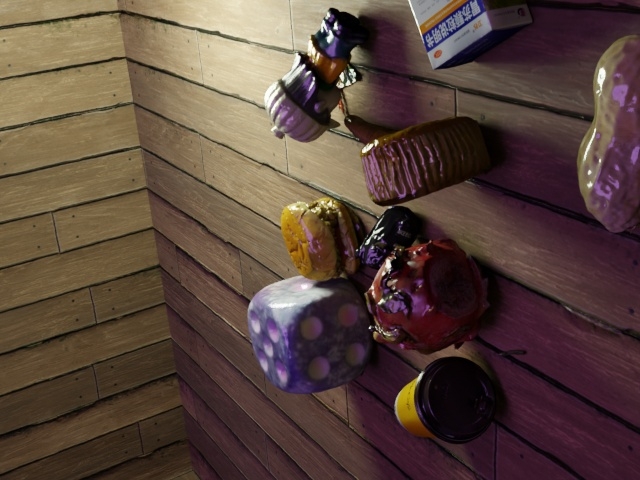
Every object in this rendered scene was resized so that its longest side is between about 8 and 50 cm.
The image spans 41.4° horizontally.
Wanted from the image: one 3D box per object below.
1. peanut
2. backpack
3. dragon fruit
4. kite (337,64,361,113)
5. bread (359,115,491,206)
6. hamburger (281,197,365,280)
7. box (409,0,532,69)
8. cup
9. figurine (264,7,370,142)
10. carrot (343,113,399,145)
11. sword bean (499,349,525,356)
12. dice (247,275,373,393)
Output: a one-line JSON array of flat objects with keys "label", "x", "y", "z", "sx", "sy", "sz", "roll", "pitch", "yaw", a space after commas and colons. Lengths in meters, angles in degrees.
[{"label": "peanut", "x": 0.486, "y": -0.168, "z": 1.344, "sx": 0.149, "sy": 0.149, "sz": 0.313, "roll": 36, "pitch": 135, "yaw": 49}, {"label": "backpack", "x": 0.171, "y": 0.001, "z": 2.006, "sx": 0.106, "sy": 0.120, "sz": 0.165, "roll": 46, "pitch": 115, "yaw": 31}, {"label": "dragon fruit", "x": 0.216, "y": 0.133, "z": 1.887, "sx": 0.291, "sy": 0.269, "sz": 0.250, "roll": -32, "pitch": 68, "yaw": 58}, {"label": "kite", "x": 0.035, "y": -0.413, "z": 2.163, "sx": 0.232, "sy": 0.009, "sz": 0.189, "roll": -5, "pitch": 101, "yaw": 61}, {"label": "bread", "x": 0.213, "y": -0.165, "z": 1.720, "sx": 0.227, "sy": 0.254, "sz": 0.142, "roll": -19, "pitch": 91, "yaw": 66}, {"label": "hamburger", "x": 0.000, "y": 0.000, "z": 2.297, "sx": 0.244, "sy": 0.163, "sz": 0.244, "roll": 36, "pitch": 135, "yaw": 46}, {"label": "box", "x": 0.257, "y": -0.503, "z": 1.605, "sx": 0.200, "sy": 0.106, "sz": 0.299, "roll": -24, "pitch": 85, "yaw": 63}, {"label": "cup", "x": 0.280, "y": 0.382, "z": 1.990, "sx": 0.196, "sy": 0.196, "sz": 0.279, "roll": 68, "pitch": 160, "yaw": 9}, {"label": "figurine", "x": -0.021, "y": -0.392, "z": 2.039, "sx": 0.185, "sy": 0.205, "sz": 0.332, "roll": -114, "pitch": 30, "yaw": -45}, {"label": "carrot", "x": 0.123, "y": -0.258, "z": 2.043, "sx": 0.298, "sy": 0.078, "sz": 0.078, "roll": 42, "pitch": 140, "yaw": 54}, {"label": "sword bean", "x": 0.415, "y": 0.244, "z": 1.835, "sx": 0.083, "sy": 0.012, "sz": 0.012, "roll": -21, "pitch": 86, "yaw": 63}, {"label": "dice", "x": -0.030, "y": 0.256, "z": 2.378, "sx": 0.270, "sy": 0.270, "sz": 0.271, "roll": 15, "pitch": 118, "yaw": 60}]
